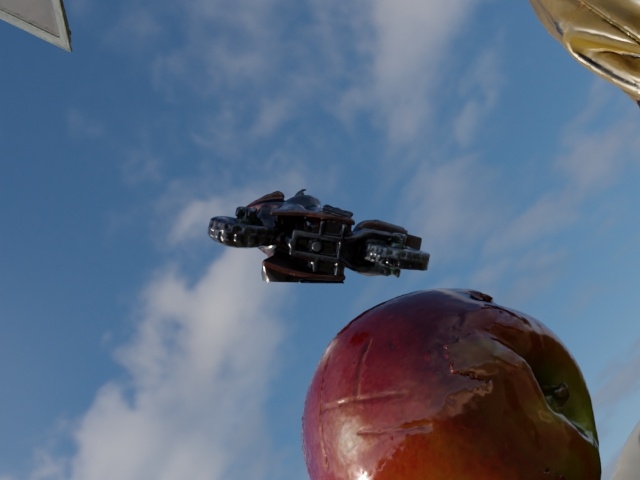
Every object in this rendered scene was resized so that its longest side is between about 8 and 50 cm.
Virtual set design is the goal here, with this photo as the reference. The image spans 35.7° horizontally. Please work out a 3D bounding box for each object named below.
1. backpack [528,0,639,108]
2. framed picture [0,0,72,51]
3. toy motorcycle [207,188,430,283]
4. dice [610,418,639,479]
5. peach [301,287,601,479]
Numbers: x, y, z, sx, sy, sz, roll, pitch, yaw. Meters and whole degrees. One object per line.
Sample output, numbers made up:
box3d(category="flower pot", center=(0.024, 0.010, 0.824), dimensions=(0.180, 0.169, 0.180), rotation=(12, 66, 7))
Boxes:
box3d(category="backpack", center=(0.428, -0.312, 1.218), dimensions=(0.354, 0.378, 0.201), rotation=(-25, -43, -33))
box3d(category="framed picture", center=(-0.358, -0.315, 1.011), dimensions=(0.014, 0.252, 0.197), rotation=(-48, -26, -33))
box3d(category="toy motorcycle", center=(0.000, 0.001, 0.973), dimensions=(0.122, 0.213, 0.082), rotation=(-71, -9, -76))
box3d(category="dice", center=(0.357, 0.263, 0.655), dimensions=(0.304, 0.277, 0.304), rotation=(51, -130, -31))
box3d(category="peach", center=(0.073, 0.122, 0.637), dimensions=(0.197, 0.197, 0.197), rotation=(-33, -27, -19))
